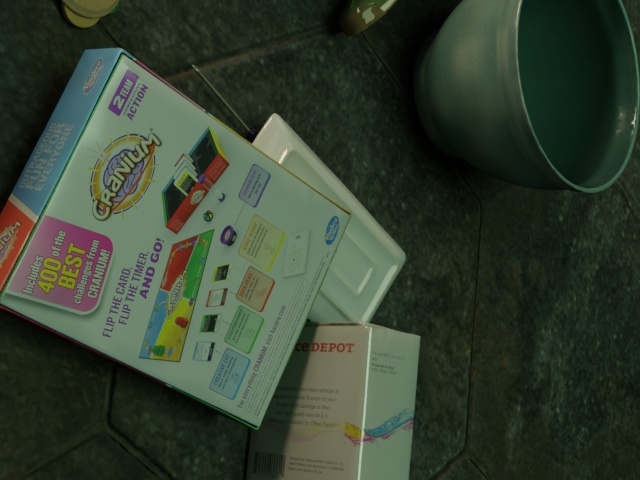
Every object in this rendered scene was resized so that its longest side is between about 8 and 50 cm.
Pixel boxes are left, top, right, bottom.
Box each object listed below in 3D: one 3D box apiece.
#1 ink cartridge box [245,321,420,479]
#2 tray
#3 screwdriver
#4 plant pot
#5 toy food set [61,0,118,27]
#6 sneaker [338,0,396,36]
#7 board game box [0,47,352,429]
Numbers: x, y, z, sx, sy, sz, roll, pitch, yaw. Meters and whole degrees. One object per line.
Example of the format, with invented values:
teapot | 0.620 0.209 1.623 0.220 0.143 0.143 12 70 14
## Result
ink cartridge box | 0.011 0.193 1.122 0.093 0.154 0.212 13 77 -46
tray | 0.000 0.000 1.197 0.270 0.030 0.145 46 68 -36
screwdriver | -0.082 -0.125 1.146 0.170 0.024 0.025 51 23 -30
plant pot | 0.242 -0.198 1.371 0.293 0.196 0.292 4 84 -48
toy food set | -0.215 -0.244 1.011 0.082 0.020 0.083 -47 120 -38
sneaker | 0.061 -0.322 1.290 0.086 0.064 0.192 54 51 -20
board game box | -0.133 0.008 1.014 0.317 0.064 0.242 35 73 -39
